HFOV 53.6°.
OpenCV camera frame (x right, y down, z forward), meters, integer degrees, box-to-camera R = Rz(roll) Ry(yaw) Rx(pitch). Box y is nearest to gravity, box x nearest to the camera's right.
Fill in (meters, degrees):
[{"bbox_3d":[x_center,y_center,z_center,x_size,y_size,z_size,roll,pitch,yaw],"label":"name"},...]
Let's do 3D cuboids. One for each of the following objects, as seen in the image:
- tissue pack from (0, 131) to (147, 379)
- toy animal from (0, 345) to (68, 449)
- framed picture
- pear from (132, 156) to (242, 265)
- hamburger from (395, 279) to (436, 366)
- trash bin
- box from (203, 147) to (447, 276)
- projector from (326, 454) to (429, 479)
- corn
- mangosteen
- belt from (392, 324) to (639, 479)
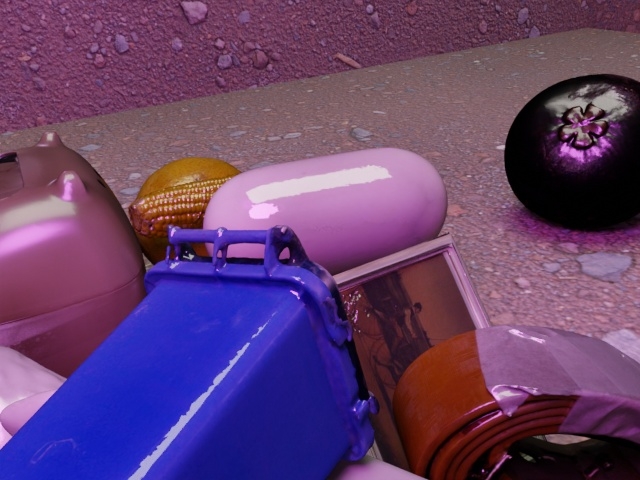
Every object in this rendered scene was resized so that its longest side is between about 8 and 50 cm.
[{"bbox_3d":[-0.402,0.018,0.900,0.267,0.277,0.387,-19,27,-19],"label":"tissue pack"},{"bbox_3d":[-0.252,0.180,0.567,0.357,0.258,0.194,-8,58,14],"label":"toy animal"},{"bbox_3d":[0.104,0.132,0.615,0.197,0.252,0.014,-19,-10,-25],"label":"framed picture"},{"bbox_3d":[-0.205,-0.036,1.029,0.208,0.209,0.209,-5,26,3],"label":"pear"},{"bbox_3d":[0.076,0.103,0.716,0.131,0.185,0.159,-16,58,-47],"label":"hamburger"},{"bbox_3d":[-0.085,0.116,0.385,0.162,0.184,0.234,1,31,33],"label":"trash bin"},{"bbox_3d":[0.000,0.001,0.833,0.288,0.141,0.349,-9,-16,-7],"label":"box"},{"bbox_3d":[-0.005,0.252,0.446,0.242,0.163,0.177,11,32,36],"label":"projector"},{"bbox_3d":[-0.154,-0.049,0.903,0.231,0.080,0.080,-15,26,-34],"label":"corn"},{"bbox_3d":[0.467,-0.141,1.097,0.275,0.275,0.302,8,-7,28],"label":"mangosteen"},{"bbox_3d":[0.191,0.167,0.521,0.261,0.184,0.105,25,20,-19],"label":"belt"}]
